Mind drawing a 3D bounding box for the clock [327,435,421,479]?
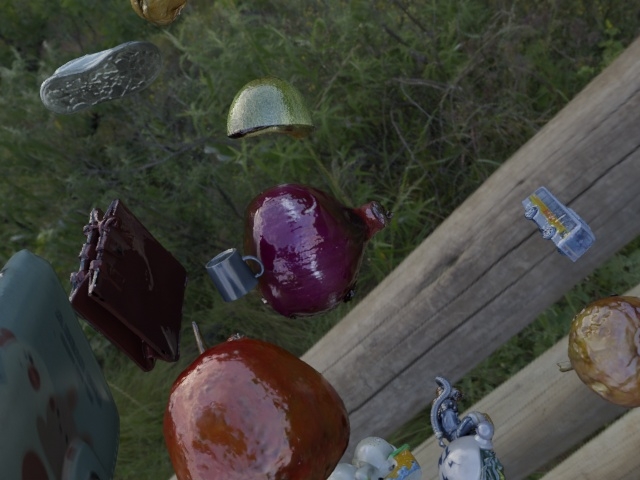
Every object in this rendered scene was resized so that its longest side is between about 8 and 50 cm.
[{"bbox_3d":[0.093,0.464,1.102,0.144,0.231,0.103,19,122,41],"label":"clock"}]

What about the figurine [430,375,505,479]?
[{"bbox_3d":[0.419,0.600,1.635,0.186,0.260,0.381,-5,32,2],"label":"figurine"}]

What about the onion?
[{"bbox_3d":[0.000,0.000,1.378,0.386,0.347,0.347,-25,44,-5],"label":"onion"}]

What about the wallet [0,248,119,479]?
[{"bbox_3d":[-0.239,0.179,0.468,0.083,0.252,0.360,-15,24,-8],"label":"wallet"}]

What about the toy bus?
[{"bbox_3d":[0.463,-0.035,1.115,0.075,0.064,0.190,-44,23,16],"label":"toy bus"}]

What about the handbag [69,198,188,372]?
[{"bbox_3d":[-0.367,0.093,1.114,0.084,0.275,0.260,-17,43,11],"label":"handbag"}]

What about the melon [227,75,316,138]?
[{"bbox_3d":[-0.083,-0.232,0.977,0.079,0.160,0.128,147,113,-71],"label":"melon"}]

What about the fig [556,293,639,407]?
[{"bbox_3d":[0.747,0.297,1.513,0.369,0.286,0.286,141,143,-65],"label":"fig"}]

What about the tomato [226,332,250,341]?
[{"bbox_3d":[-0.261,0.412,1.953,0.189,0.173,0.099,-1,38,47],"label":"tomato"}]

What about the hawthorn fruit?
[{"bbox_3d":[-0.116,0.262,0.872,0.287,0.287,0.330,-42,74,22],"label":"hawthorn fruit"}]

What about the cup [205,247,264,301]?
[{"bbox_3d":[-0.159,0.059,1.079,0.100,0.077,0.078,-29,17,-1],"label":"cup"}]

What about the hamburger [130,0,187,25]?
[{"bbox_3d":[-0.377,-0.576,1.320,0.083,0.147,0.138,23,82,20],"label":"hamburger"}]

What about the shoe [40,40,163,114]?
[{"bbox_3d":[-0.573,-0.433,1.477,0.316,0.124,0.159,-28,35,-18],"label":"shoe"}]
